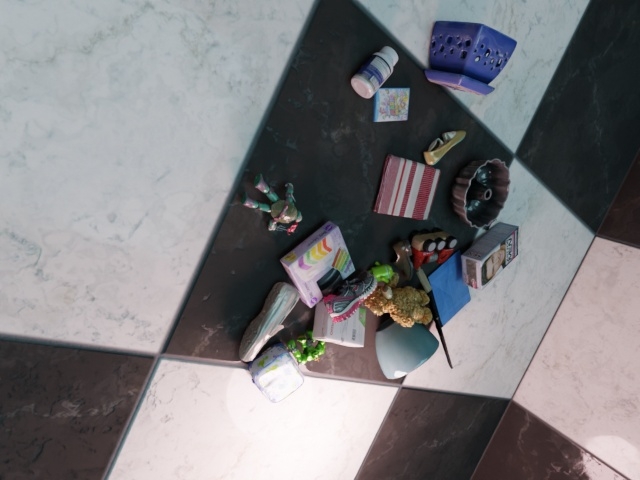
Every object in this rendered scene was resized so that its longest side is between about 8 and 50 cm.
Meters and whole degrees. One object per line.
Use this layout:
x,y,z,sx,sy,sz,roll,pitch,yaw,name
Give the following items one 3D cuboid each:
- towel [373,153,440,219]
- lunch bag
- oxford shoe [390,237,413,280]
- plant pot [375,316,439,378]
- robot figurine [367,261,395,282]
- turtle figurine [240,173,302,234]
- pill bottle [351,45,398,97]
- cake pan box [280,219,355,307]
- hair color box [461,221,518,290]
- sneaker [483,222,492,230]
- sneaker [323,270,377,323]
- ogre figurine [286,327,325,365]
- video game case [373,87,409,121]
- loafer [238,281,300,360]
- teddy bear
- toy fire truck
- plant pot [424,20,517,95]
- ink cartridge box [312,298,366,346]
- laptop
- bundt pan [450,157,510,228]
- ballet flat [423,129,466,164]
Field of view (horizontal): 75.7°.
0.371,-0.216,1.741,0.328,0.037,0.237,5,103,-38,towel
-0.175,0.523,1.613,0.176,0.090,0.219,-35,125,-15,lunch bag
0.359,0.093,1.839,0.096,0.083,0.227,-19,124,0,oxford shoe
0.363,0.457,1.877,0.290,0.290,0.196,-34,88,-20,plant pot
0.259,0.141,1.770,0.115,0.101,0.067,-13,135,-5,robot figurine
-0.139,-0.115,1.381,0.234,0.118,0.175,30,90,-33,turtle figurine
0.192,-0.588,1.430,0.169,0.094,0.094,-50,128,-8,pill bottle
-0.002,0.097,1.568,0.245,0.070,0.267,-36,133,-16,cake pan box
0.882,0.075,2.131,0.374,0.113,0.186,-33,124,-29,hair color box
0.876,-0.105,2.120,0.047,0.057,0.120,-6,112,-35,sneaker
0.125,0.198,1.626,0.112,0.120,0.299,57,41,-5,sneaker
-0.043,0.428,1.673,0.197,0.096,0.118,-27,110,-56,ogre figurine
0.270,-0.516,1.563,0.166,0.015,0.119,-13,115,-30,video game case
-0.184,0.307,1.512,0.111,0.112,0.320,35,86,-30,loafer
0.353,0.260,1.793,0.337,0.113,0.245,29,54,-14,teddy bear
0.507,0.089,1.891,0.216,0.158,0.247,-7,121,-33,toy fire truck
0.552,-0.684,1.562,0.235,0.236,0.212,1,114,-34,plant pot
0.079,0.339,1.684,0.219,0.092,0.161,23,65,-37,ink cartridge box
0.669,0.334,2.045,0.236,0.408,0.382,-18,123,11,laptop
0.735,-0.230,1.929,0.330,0.124,0.331,-14,116,-31,bundt pan
0.528,-0.414,1.746,0.232,0.080,0.073,-43,112,-15,ballet flat
